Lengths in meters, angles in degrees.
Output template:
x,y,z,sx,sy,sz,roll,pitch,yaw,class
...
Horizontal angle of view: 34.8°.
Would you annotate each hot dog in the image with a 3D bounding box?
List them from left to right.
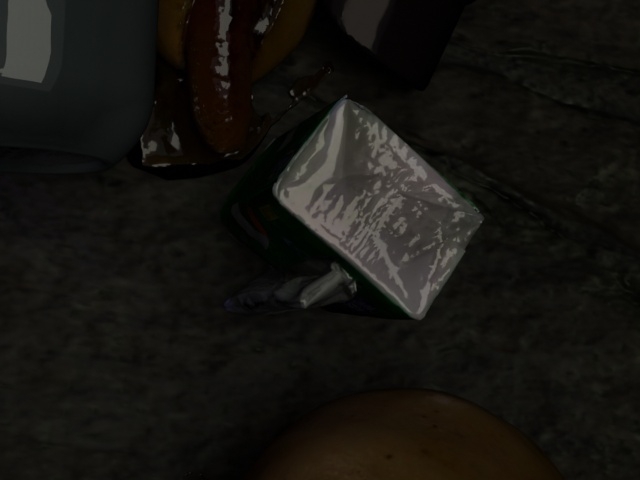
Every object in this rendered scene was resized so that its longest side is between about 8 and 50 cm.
x,y,z,sx,sy,sz,roll,pitch,yaw,class
-0.062,-0.217,0.873,0.194,0.107,0.325,2,84,-19,hot dog

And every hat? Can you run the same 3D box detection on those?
x,y,z,sx,sy,sz,roll,pitch,yaw,class
0.149,-0.299,0.875,0.238,0.209,0.336,20,76,-48,hat

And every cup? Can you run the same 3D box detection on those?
x,y,z,sx,sy,sz,roll,pitch,yaw,class
-0.222,-0.213,0.771,0.206,0.205,0.312,2,86,-18,cup

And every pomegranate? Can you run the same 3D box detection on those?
x,y,z,sx,sy,sz,roll,pitch,yaw,class
0.030,0.267,0.764,0.338,0.338,0.338,2,84,-19,pomegranate

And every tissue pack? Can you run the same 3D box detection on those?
x,y,z,sx,sy,sz,roll,pitch,yaw,class
0.001,0.001,0.820,0.148,0.209,0.156,38,77,-12,tissue pack
